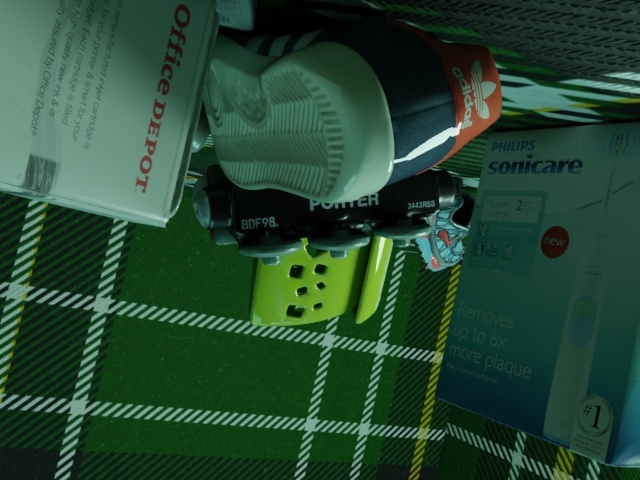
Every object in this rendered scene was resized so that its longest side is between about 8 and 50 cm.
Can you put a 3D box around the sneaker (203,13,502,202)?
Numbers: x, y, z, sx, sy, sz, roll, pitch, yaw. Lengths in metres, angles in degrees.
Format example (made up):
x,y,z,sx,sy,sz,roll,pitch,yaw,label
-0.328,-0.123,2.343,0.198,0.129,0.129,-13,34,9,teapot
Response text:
x,y,z,sx,sy,sz,roll,pitch,yaw,label
0.005,-0.111,0.558,0.148,0.131,0.350,-20,-156,-20,sneaker

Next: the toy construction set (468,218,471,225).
x,y,z,sx,sy,sz,roll,pitch,yaw,label
0.386,0.020,1.094,0.215,0.151,0.328,12,178,34,toy construction set

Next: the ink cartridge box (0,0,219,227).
x,y,z,sx,sy,sz,roll,pitch,yaw,label
-0.174,-0.107,0.399,0.092,0.158,0.218,9,175,39,ink cartridge box

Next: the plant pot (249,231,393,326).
x,y,z,sx,sy,sz,roll,pitch,yaw,label
0.000,0.000,1.147,0.207,0.227,0.228,6,-154,-8,plant pot

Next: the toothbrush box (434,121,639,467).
x,y,z,sx,sy,sz,roll,pitch,yaw,label
0.255,0.044,0.688,0.126,0.295,0.216,15,177,-33,toothbrush box

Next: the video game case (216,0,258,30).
x,y,z,sx,sy,sz,roll,pitch,yaw,label
-0.147,-0.193,0.432,0.212,0.023,0.193,13,177,-2,video game case

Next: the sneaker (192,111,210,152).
x,y,z,sx,sy,sz,roll,pitch,yaw,label
-0.236,-0.167,1.011,0.094,0.080,0.212,27,163,-30,sneaker

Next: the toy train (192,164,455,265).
x,y,z,sx,sy,sz,roll,pitch,yaw,label
0.000,-0.055,0.902,0.334,0.142,0.190,-7,-171,-21,toy train

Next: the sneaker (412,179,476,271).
x,y,z,sx,sy,sz,roll,pitch,yaw,label
0.219,-0.022,1.175,0.125,0.104,0.262,-7,156,21,sneaker
